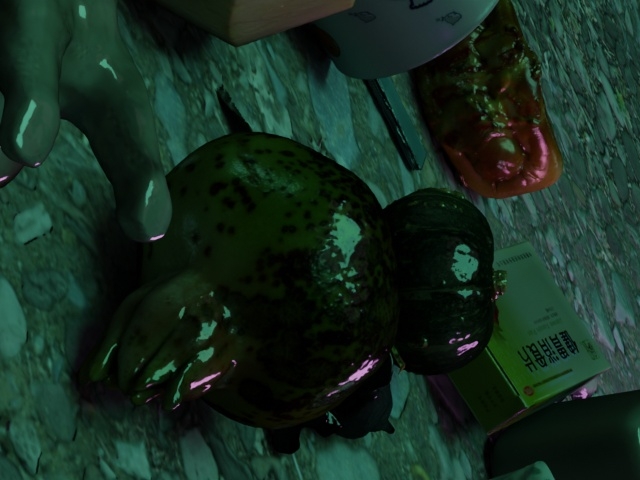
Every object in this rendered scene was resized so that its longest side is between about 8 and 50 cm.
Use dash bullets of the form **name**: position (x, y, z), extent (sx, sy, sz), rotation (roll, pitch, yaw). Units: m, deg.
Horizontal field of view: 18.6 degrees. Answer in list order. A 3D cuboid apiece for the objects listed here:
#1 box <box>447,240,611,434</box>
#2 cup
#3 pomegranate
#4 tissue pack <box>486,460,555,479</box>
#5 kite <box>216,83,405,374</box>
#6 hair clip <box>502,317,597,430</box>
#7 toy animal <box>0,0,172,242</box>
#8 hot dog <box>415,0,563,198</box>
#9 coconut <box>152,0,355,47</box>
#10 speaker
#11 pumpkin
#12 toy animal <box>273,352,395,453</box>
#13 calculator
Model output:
- **box**: position (0.205, 0.101, 2.120), extent (0.175, 0.062, 0.260), rotation (57, 26, 11)
- **cup**: position (0.026, -0.351, 1.998), extent (0.317, 0.212, 0.212), rotation (54, 27, -30)
- **pomegranate**: position (-0.070, 0.051, 1.495), extent (0.222, 0.276, 0.204), rotation (51, -18, 5)
- **tissue pack**: position (0.219, 0.403, 1.888), extent (0.311, 0.128, 0.228), rotation (64, 21, -14)
- **kite**: position (0.000, 0.000, 1.815), extent (0.321, 0.016, 0.234), rotation (58, 0, 17)
- **hair clip**: position (0.250, 0.144, 2.279), extent (0.257, 0.075, 0.146), rotation (-21, 95, -64)
- **toy animal**: position (-0.214, -0.158, 1.275), extent (0.194, 0.303, 0.344), rotation (37, 62, -46)
- **hot dog**: position (0.200, -0.180, 2.343), extent (0.153, 0.150, 0.256), rotation (12, 60, -75)
- **coconut**: position (-0.060, -0.295, 1.729), extent (0.259, 0.259, 0.259), rotation (49, 29, -41)
- **speaker**: position (0.358, 0.364, 2.125), extent (0.183, 0.184, 0.406), rotation (-28, 97, -51)
- **pumpkin**: position (0.107, 0.040, 1.903), extent (0.190, 0.146, 0.190), rotation (171, -90, -79)
- **toy animal**: position (0.032, 0.117, 1.725), extent (0.210, 0.117, 0.121), rotation (14, 51, -61)
- **calculator**: position (0.077, -0.159, 2.198), extent (0.172, 0.018, 0.057), rotation (62, 24, -18)
